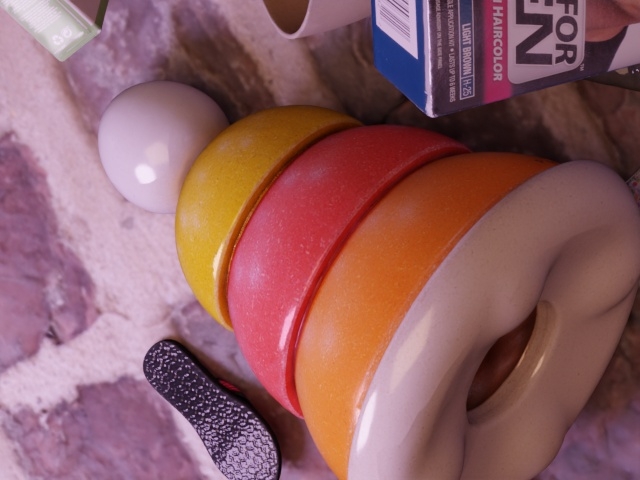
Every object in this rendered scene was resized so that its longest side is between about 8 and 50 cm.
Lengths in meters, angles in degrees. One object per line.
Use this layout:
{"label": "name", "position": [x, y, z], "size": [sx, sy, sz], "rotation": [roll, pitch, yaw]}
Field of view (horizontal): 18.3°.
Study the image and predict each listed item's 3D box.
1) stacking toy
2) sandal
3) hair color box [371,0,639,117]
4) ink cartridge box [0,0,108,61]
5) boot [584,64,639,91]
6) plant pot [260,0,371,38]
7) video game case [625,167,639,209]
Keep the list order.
{"label": "stacking toy", "position": [0.000, 0.000, 1.685], "size": [0.480, 0.351, 0.350], "rotation": [33, 114, 29]}
{"label": "sandal", "position": [-0.094, 0.161, 1.860], "size": [0.179, 0.040, 0.067], "rotation": [47, 109, 18]}
{"label": "hair color box", "position": [0.211, -0.225, 1.478], "size": [0.347, 0.105, 0.173], "rotation": [-16, 124, -18]}
{"label": "ink cartridge box", "position": [-0.269, -0.284, 1.676], "size": [0.056, 0.171, 0.235], "rotation": [-34, 118, 25]}
{"label": "boot", "position": [0.261, -0.130, 1.624], "size": [0.209, 0.076, 0.189], "rotation": [13, 88, 9]}
{"label": "plant pot", "position": [0.046, -0.313, 1.575], "size": [0.191, 0.284, 0.284], "rotation": [-9, 104, -14]}
{"label": "video game case", "position": [0.301, -0.030, 1.678], "size": [0.087, 0.011, 0.122], "rotation": [46, 114, 3]}
